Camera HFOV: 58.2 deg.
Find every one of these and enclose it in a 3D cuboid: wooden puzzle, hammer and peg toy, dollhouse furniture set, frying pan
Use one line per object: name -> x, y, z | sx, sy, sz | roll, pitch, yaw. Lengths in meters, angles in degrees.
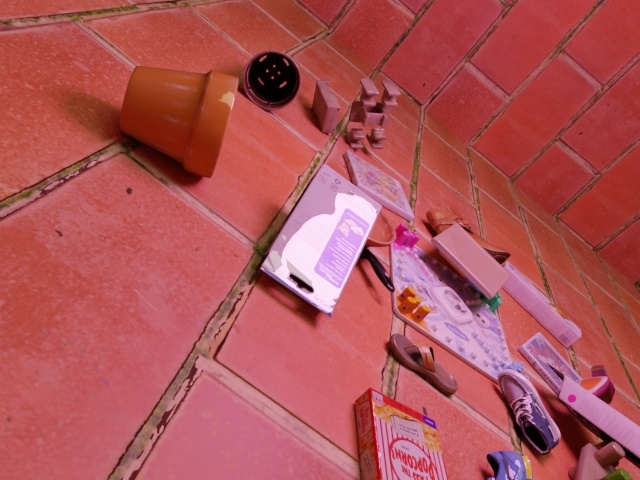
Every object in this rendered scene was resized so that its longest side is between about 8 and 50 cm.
wooden puzzle -> 0.419, 0.057, 1.609 | 0.221, 0.044, 0.239 | 47, 29, 13
hammer and peg toy -> 0.630, 0.546, 1.160 | 0.266, 0.127, 0.361 | 49, 27, 15
dollhouse furniture set -> 0.111, -0.437, 1.901 | 0.242, 0.212, 0.161 | -1, 43, -17
frying pan -> 0.100, -0.004, 1.386 | 0.326, 0.053, 0.197 | 52, 29, 17

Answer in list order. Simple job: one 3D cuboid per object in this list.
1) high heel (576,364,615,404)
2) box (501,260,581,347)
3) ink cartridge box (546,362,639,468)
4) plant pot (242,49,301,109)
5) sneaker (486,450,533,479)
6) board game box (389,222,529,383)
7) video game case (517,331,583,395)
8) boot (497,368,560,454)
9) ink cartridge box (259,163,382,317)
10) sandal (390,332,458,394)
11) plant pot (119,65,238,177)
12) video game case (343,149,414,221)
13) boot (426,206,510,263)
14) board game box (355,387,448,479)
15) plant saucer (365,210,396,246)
high heel -> 0.769, 0.431, 1.592 | 0.244, 0.082, 0.117 | -7, 82, -62
box -> 0.697, 0.205, 1.853 | 0.324, 0.067, 0.063 | 44, 25, 7
ink cartridge box -> 0.675, 0.434, 1.320 | 0.176, 0.069, 0.371 | 43, 0, -33
plant pot -> -0.141, -0.488, 1.700 | 0.167, 0.167, 0.165 | 33, 20, -17
sneaker -> 0.324, 0.456, 0.976 | 0.082, 0.069, 0.209 | 6, 39, 3
board game box -> 0.344, 0.156, 1.468 | 0.390, 0.050, 0.390 | 34, 27, -13
video game case -> 0.649, 0.350, 1.610 | 0.183, 0.023, 0.201 | 51, 28, 20
boot -> 0.448, 0.369, 1.254 | 0.086, 0.069, 0.190 | 2, 48, -57
ink cartridge box -> 0.000, 0.000, 1.155 | 0.165, 0.065, 0.332 | 37, 47, -8
sandal -> 0.216, 0.241, 1.163 | 0.180, 0.049, 0.072 | 38, 26, -6
plant pot -> -0.277, -0.244, 1.109 | 0.188, 0.205, 0.205 | 15, 33, -15
video game case -> 0.180, -0.171, 1.782 | 0.227, 0.026, 0.206 | 27, 29, -26
boot -> 0.470, -0.004, 1.844 | 0.284, 0.109, 0.220 | 1, 46, -40
board game box -> 0.128, 0.342, 0.892 | 0.147, 0.045, 0.193 | 31, 28, -20
plant saucer -> 0.088, -0.053, 1.356 | 0.200, 0.037, 0.200 | 28, 29, -17
